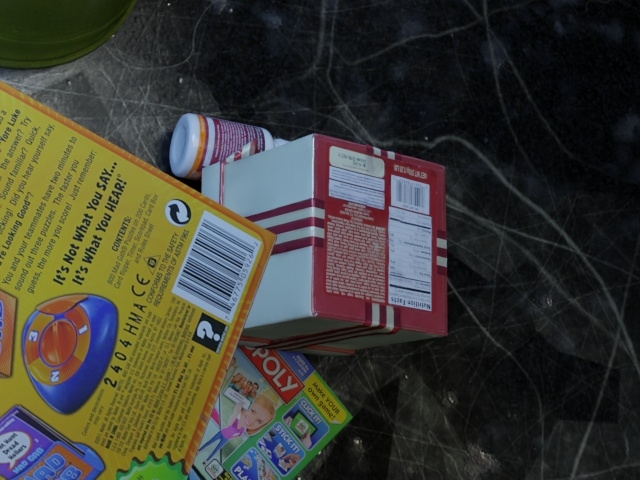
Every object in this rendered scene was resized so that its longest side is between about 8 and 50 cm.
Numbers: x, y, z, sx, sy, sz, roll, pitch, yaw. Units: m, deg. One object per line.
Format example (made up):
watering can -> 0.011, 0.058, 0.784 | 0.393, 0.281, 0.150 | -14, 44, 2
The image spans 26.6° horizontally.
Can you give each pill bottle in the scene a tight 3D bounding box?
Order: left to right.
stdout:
pill bottle -> -0.116, -0.114, 1.792 | 0.152, 0.086, 0.086 | 10, 74, -24

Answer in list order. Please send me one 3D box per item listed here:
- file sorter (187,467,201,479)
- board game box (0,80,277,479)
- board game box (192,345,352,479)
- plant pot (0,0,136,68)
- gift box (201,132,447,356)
file sorter -> -0.224, 0.282, 1.615 | 0.118, 0.104, 0.170 | -36, 95, -5
board game box -> -0.322, 0.107, 1.305 | 0.356, 0.356, 0.356 | 30, 62, -20
board game box -> -0.131, 0.178, 1.740 | 0.213, 0.046, 0.317 | -43, 98, -27
plant pot -> -0.326, -0.432, 1.609 | 0.367, 0.353, 0.366 | 6, 76, -26
gift box -> 0.000, 0.000, 1.689 | 0.255, 0.258, 0.276 | 17, 69, -37
